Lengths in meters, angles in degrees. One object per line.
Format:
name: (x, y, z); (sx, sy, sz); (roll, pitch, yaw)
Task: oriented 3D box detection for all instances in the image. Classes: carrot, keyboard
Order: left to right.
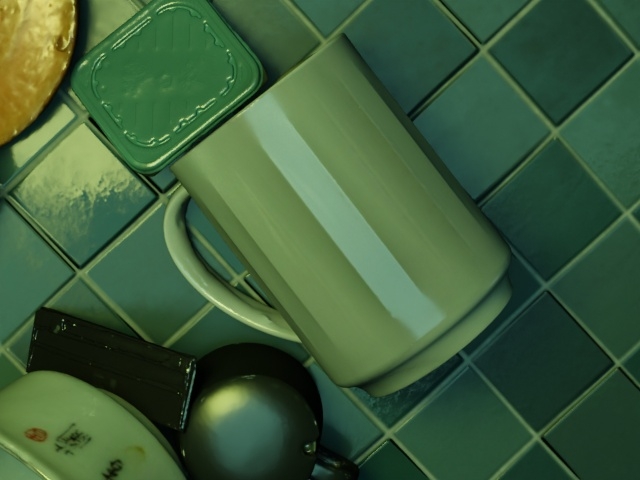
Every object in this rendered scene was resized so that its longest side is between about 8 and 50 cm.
carrot: (-0.387, -0.228, 1.553); (0.258, 0.100, 0.307); (27, 98, -2)
keyboard: (-0.228, 0.138, 1.561); (0.250, 0.017, 0.087); (13, 96, 38)

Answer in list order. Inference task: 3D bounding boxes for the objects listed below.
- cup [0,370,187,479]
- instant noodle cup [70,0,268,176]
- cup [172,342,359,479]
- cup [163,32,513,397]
cup: (-0.254, 0.269, 1.526); (0.347, 0.347, 0.163); (50, 54, -7)
instant noodle cup: (-0.161, -0.170, 1.570); (0.179, 0.070, 0.157); (-39, 77, 2)
cup: (-0.055, 0.213, 1.578); (0.223, 0.176, 0.169); (27, 91, -5)
cup: (0.000, 0.000, 1.546); (0.322, 0.237, 0.327); (-33, 98, 30)
